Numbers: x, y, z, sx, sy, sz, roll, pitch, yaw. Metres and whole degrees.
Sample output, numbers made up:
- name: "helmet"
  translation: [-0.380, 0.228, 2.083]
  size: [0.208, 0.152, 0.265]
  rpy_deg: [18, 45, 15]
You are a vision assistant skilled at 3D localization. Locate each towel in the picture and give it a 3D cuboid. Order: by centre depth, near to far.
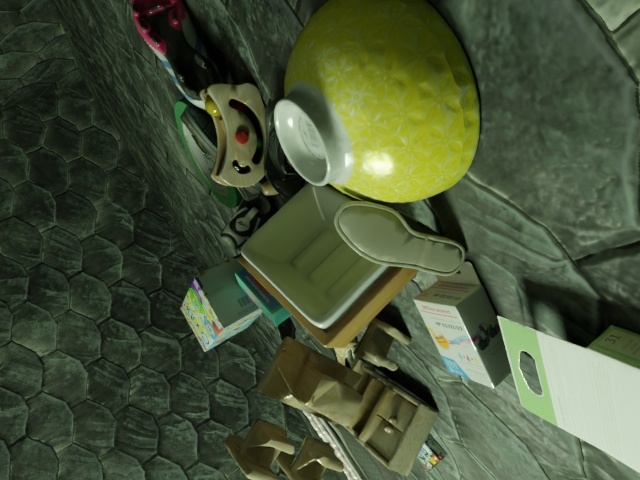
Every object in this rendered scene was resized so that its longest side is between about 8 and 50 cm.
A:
- name: "towel"
  translation: [0.102, 0.540, 1.328]
  size: [0.332, 0.053, 0.317]
  rpy_deg: [52, -165, 16]

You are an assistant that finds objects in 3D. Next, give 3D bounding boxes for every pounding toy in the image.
- name: "pounding toy"
  translation: [-0.186, -0.202, 1.015]
  size: [0.155, 0.154, 0.269]
  rpy_deg: [16, 133, 60]

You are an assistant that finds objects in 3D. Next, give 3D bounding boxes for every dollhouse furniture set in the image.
- name: "dollhouse furniture set"
  translation: [0.027, 0.331, 1.034]
  size: [0.394, 0.362, 0.256]
  rpy_deg: [35, 170, -31]

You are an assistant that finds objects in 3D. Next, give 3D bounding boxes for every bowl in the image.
- name: "bowl"
  translation: [0.036, -0.155, 0.593]
  size: [0.289, 0.156, 0.289]
  rpy_deg: [46, 155, 29]

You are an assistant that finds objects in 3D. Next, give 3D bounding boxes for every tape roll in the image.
- name: "tape roll"
  translation: [-0.291, -0.247, 1.295]
  size: [0.321, 0.077, 0.321]
  rpy_deg: [46, 156, 27]

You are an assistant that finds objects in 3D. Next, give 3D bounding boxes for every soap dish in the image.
- name: "soap dish"
  translation: [0.015, 0.035, 0.827]
  size: [0.291, 0.229, 0.118]
  rpy_deg: [36, 166, 45]

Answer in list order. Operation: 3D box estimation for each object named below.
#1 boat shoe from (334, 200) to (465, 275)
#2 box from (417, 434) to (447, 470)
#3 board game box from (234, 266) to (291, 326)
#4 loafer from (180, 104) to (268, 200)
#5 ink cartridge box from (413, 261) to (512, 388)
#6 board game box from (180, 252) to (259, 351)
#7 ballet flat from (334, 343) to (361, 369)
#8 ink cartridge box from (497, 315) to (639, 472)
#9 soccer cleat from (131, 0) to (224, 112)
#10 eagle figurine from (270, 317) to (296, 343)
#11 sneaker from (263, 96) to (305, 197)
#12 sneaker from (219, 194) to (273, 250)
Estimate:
- name: "boat shoe"
  translation: [0.104, -0.005, 0.651]
  size: [0.206, 0.075, 0.065]
  rpy_deg: [19, -169, -21]
- name: "box"
  translation: [0.269, 0.536, 1.201]
  size: [0.094, 0.027, 0.137]
  rpy_deg: [45, 155, 27]
- name: "board game box"
  translation: [-0.061, 0.076, 1.046]
  size: [0.160, 0.210, 0.047]
  rpy_deg: [40, 152, 38]
- name: "loafer"
  translation: [-0.234, -0.195, 1.101]
  size: [0.267, 0.084, 0.096]
  rpy_deg: [44, -152, -22]
- name: "ink cartridge box"
  translation: [0.213, 0.123, 0.714]
  size: [0.181, 0.061, 0.104]
  rpy_deg: [63, 158, -10]
- name: "board game box"
  translation: [-0.245, 0.162, 1.183]
  size: [0.142, 0.144, 0.275]
  rpy_deg: [57, 148, 9]
- name: "ballet flat"
  translation: [0.085, 0.338, 1.287]
  size: [0.067, 0.073, 0.206]
  rpy_deg: [19, 142, 37]
- name: "ink cartridge box"
  translation: [0.331, 0.176, 0.538]
  size: [0.235, 0.056, 0.171]
  rpy_deg: [23, 140, 61]
- name: "soccer cleat"
  translation: [-0.319, -0.431, 1.056]
  size: [0.331, 0.116, 0.143]
  rpy_deg: [61, 178, 7]
- name: "eagle figurine"
  translation: [-0.123, 0.134, 1.255]
  size: [0.225, 0.298, 0.226]
  rpy_deg: [22, -160, -9]
- name: "sneaker"
  translation: [-0.054, -0.140, 0.879]
  size: [0.227, 0.087, 0.130]
  rpy_deg: [97, 156, -51]
- name: "sneaker"
  translation: [-0.178, -0.070, 1.276]
  size: [0.094, 0.153, 0.235]
  rpy_deg: [43, -165, 3]
